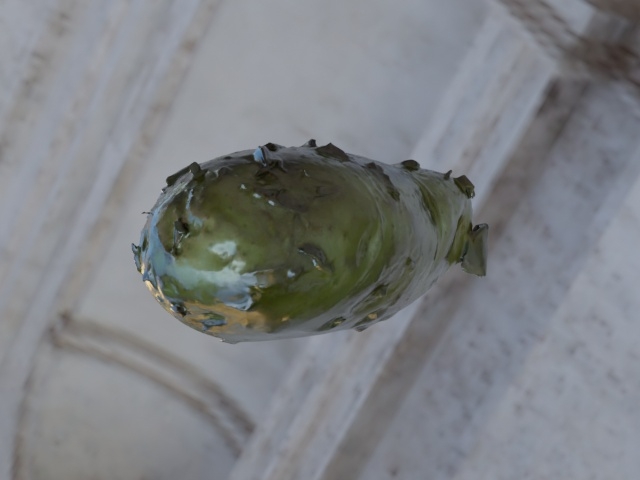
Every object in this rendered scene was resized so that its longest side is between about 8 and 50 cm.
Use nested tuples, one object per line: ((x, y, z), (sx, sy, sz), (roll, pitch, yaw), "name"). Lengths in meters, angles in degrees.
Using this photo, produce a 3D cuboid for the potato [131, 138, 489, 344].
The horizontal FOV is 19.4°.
((0.000, 0.000, 0.883), (0.225, 0.117, 0.090), (-2, -98, -58), "potato")
